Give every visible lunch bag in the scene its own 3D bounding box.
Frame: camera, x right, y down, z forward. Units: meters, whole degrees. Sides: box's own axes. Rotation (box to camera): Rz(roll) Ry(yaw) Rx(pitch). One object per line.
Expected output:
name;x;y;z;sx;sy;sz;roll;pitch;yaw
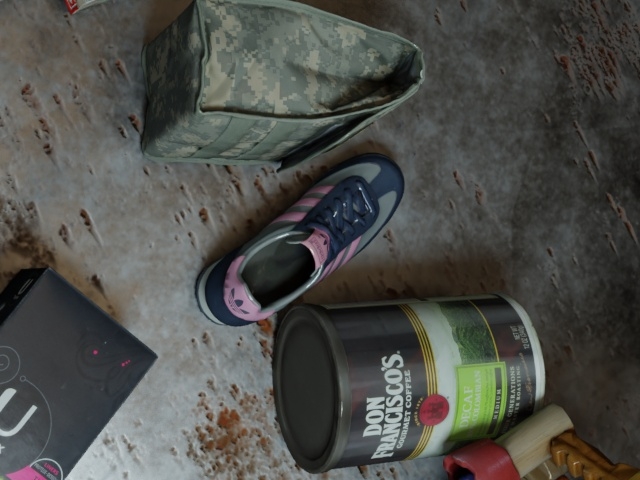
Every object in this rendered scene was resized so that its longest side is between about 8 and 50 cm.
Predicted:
lunch bag;-0.044;-0.175;1.603;0.287;0.235;0.169;2;82;-23

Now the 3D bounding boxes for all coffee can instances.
coffee can;0.105;0.169;1.674;0.275;0.201;0.201;-3;89;-24

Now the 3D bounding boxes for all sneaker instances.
sneaker;0.000;0.000;1.672;0.319;0.131;0.112;-41;103;-20

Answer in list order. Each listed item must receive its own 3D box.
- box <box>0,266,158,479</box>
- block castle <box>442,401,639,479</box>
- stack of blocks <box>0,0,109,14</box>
box;-0.337;0.181;1.510;0.165;0.143;0.270;41;72;-18
block castle;0.293;0.444;1.612;0.213;0.303;0.453;-30;129;-22
stack of blocks;-0.293;-0.354;1.581;0.297;0.087;0.171;-25;98;-23
